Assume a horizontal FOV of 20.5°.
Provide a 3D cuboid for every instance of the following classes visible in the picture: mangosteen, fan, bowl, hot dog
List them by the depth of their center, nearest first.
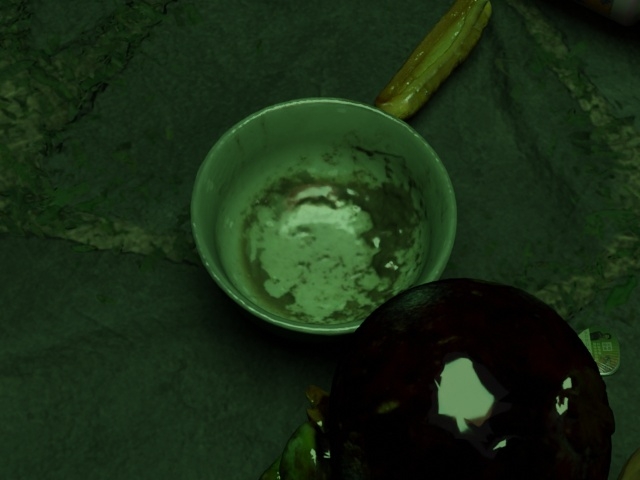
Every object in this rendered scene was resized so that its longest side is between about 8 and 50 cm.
[{"bbox_3d":[0.116,0.193,1.766,0.360,0.306,0.306,-10,52,35],"label":"mangosteen"},{"bbox_3d":[0.000,0.000,1.940,0.289,0.146,0.289,1,62,-3],"label":"bowl"},{"bbox_3d":[0.298,0.117,1.969,0.080,0.003,0.060,24,61,10],"label":"fan"},{"bbox_3d":[0.143,-0.217,2.130,0.066,0.047,0.215,6,50,44],"label":"hot dog"}]

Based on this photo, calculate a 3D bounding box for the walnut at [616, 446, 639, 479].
[{"bbox_3d":[0.440,0.307,1.694,0.344,0.306,0.306,-9,60,-24],"label":"walnut"}]

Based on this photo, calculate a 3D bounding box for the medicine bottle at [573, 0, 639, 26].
[{"bbox_3d":[0.362,-0.363,2.153,0.291,0.178,0.178,30,63,14],"label":"medicine bottle"}]
